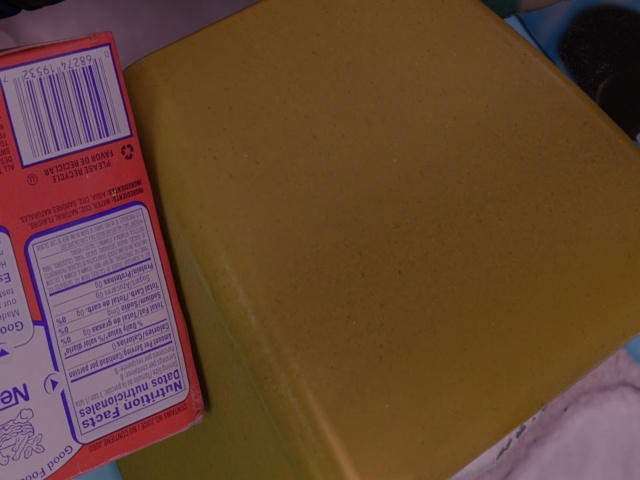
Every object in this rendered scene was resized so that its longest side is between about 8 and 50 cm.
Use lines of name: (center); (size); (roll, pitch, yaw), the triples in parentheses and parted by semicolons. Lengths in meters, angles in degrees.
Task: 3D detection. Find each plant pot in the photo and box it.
plant pot: (0.000, 0.000, 0.602); (0.212, 0.212, 0.187); (-31, 91, -29)

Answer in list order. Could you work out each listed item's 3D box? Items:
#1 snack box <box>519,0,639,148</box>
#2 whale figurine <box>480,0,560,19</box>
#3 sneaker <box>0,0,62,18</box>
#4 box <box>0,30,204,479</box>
snack box: (0.262, -0.097, 0.686); (0.187, 0.322, 0.060); (50, 62, -17)
whale figurine: (0.044, -0.235, 0.664); (0.141, 0.216, 0.272); (-14, 95, 5)
sneaker: (-0.069, -0.177, 0.554); (0.297, 0.112, 0.131); (-10, 81, 6)
box: (-0.208, 0.038, 0.469); (0.300, 0.142, 0.154); (-22, 104, -35)
